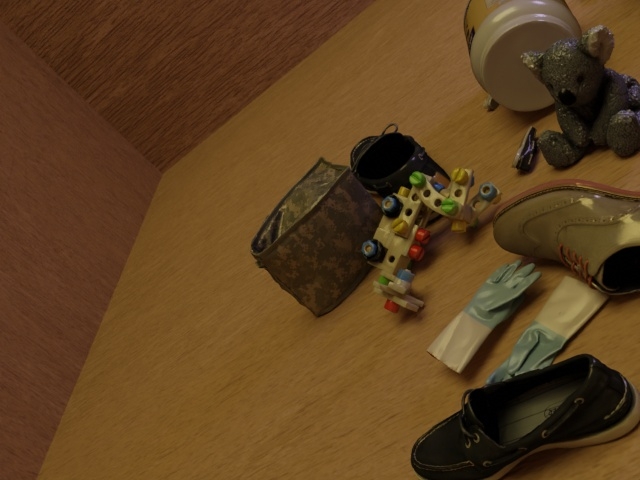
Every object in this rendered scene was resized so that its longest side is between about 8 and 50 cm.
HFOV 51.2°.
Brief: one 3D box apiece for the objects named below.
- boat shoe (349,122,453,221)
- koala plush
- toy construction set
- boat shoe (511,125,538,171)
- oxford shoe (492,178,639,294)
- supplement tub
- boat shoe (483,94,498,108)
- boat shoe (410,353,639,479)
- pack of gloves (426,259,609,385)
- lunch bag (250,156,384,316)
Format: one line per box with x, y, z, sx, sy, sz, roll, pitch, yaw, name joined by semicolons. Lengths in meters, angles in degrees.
0.170;-0.194;1.654;0.187;0.156;0.500;-44;24;5;boat shoe
0.485;-0.287;1.245;0.196;0.221;0.203;-10;42;51;koala plush
0.201;-0.003;1.347;0.215;0.151;0.328;25;77;37;toy construction set
0.433;-0.191;1.391;0.125;0.038;0.046;-58;-14;-38;boat shoe
0.410;0.000;1.011;0.397;0.140;0.146;-3;46;55;oxford shoe
0.459;-0.462;1.529;0.241;0.241;0.331;-30;28;27;supplement tub
0.436;-0.367;1.661;0.035;0.035;0.100;9;64;56;boat shoe
0.249;0.243;0.912;0.340;0.113;0.127;-26;31;33;boat shoe
0.315;0.145;1.071;0.232;0.046;0.195;-48;40;-8;pack of gloves
0.000;0.000;1.510;0.287;0.235;0.169;-48;31;-9;lunch bag
